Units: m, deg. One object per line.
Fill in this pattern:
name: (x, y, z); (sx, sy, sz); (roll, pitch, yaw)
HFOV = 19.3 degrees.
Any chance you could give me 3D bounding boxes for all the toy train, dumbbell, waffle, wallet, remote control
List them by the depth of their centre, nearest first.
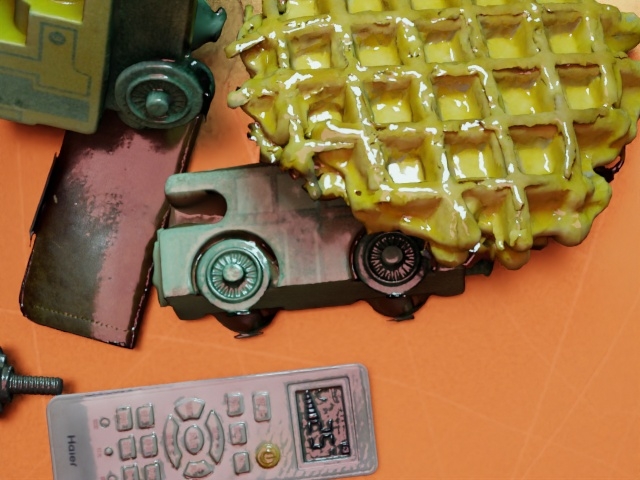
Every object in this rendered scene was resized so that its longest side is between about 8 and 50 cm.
toy train: (-0.194, -0.250, 1.707); (0.237, 0.369, 0.150); (11, 48, -3)
waffle: (0.116, -0.154, 1.752); (0.382, 0.095, 0.379); (31, 59, 6)
toy train: (0.000, 0.000, 1.798); (0.326, 0.129, 0.159); (-5, 78, 4)
remote control: (-0.105, 0.188, 1.823); (0.313, 0.055, 0.109); (-6, 90, -2)
dumbbell: (-0.377, 0.137, 1.829); (0.254, 0.081, 0.081); (3, 84, 3)
wallet: (-0.212, -0.030, 1.861); (0.137, 0.031, 0.255); (16, 84, 8)
